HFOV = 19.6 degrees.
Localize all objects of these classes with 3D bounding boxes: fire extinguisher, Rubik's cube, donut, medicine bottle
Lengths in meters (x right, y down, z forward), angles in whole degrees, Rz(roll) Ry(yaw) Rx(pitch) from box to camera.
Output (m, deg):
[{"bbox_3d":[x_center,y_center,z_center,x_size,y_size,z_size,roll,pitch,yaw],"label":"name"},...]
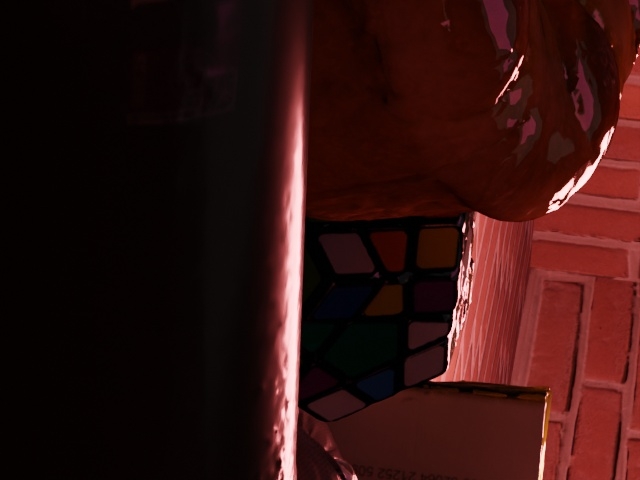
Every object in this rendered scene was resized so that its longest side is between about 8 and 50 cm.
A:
[{"bbox_3d":[-0.054,-0.037,0.393,0.095,0.114,0.311,36,-50,47],"label":"fire extinguisher"},{"bbox_3d":[0.000,0.000,0.686,0.112,0.133,0.133,-12,111,-52],"label":"Rubik's cube"},{"bbox_3d":[0.023,-0.114,0.569,0.226,0.114,0.226,31,55,-57],"label":"donut"},{"bbox_3d":[0.067,0.152,1.136,0.250,0.137,0.141,29,69,-81],"label":"medicine bottle"}]

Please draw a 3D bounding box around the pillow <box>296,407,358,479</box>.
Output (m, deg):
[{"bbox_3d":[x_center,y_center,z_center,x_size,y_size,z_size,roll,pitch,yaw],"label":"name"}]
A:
[{"bbox_3d":[-0.023,0.200,0.871,0.169,0.059,0.255,87,12,-59],"label":"pillow"}]
